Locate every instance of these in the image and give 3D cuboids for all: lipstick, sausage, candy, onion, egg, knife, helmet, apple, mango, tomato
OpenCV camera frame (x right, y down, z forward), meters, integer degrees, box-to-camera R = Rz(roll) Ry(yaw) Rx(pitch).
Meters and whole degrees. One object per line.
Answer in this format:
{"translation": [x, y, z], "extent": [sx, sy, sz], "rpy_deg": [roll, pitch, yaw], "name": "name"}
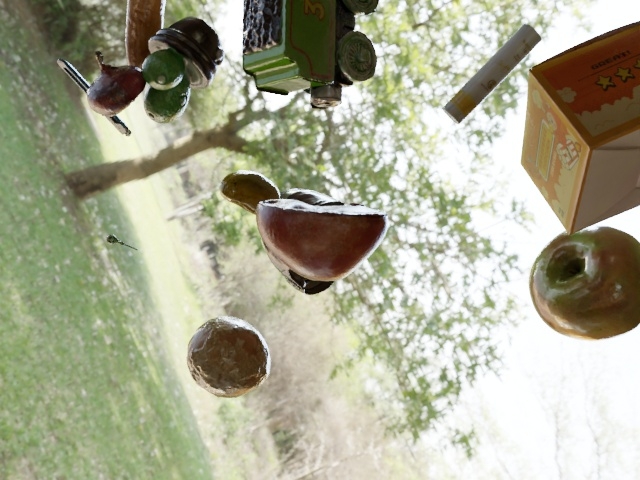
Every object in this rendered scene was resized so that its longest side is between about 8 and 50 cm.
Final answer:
{"translation": [0.389, -0.378, 1.618], "extent": [0.059, 0.264, 0.059], "rpy_deg": [43, 8, -8], "name": "lipstick"}
{"translation": [-0.459, -0.559, 1.866], "extent": [0.109, 0.109, 0.270], "rpy_deg": [-120, -146, -44], "name": "sausage"}
{"translation": [-0.456, 0.007, 1.639], "extent": [0.023, 0.083, 0.025], "rpy_deg": [-30, 137, -66], "name": "candy"}
{"translation": [-0.489, -0.371, 1.644], "extent": [0.140, 0.150, 0.150], "rpy_deg": [56, 2, -40], "name": "onion"}
{"translation": [-0.218, 0.283, 1.714], "extent": [0.233, 0.195, 0.194], "rpy_deg": [34, 25, -58], "name": "egg"}
{"translation": [-0.575, -0.359, 1.828], "extent": [0.044, 0.026, 0.296], "rpy_deg": [19, -22, 36], "name": "knife"}
{"translation": [-0.050, -0.007, 1.784], "extent": [0.177, 0.225, 0.305], "rpy_deg": [28, -28, 23], "name": "helmet"}
{"translation": [0.715, 0.118, 1.867], "extent": [0.277, 0.319, 0.319], "rpy_deg": [39, 11, -35], "name": "apple"}
{"translation": [-0.149, -0.102, 1.514], "extent": [0.161, 0.076, 0.103], "rpy_deg": [10, 44, -50], "name": "mango"}
{"translation": [0.000, 0.000, 1.265], "extent": [0.200, 0.233, 0.139], "rpy_deg": [-17, 110, -77], "name": "tomato"}

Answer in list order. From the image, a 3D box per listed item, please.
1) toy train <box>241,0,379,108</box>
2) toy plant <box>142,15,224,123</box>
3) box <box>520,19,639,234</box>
{"translation": [-0.021, -0.414, 1.357], "extent": [0.174, 0.249, 0.307], "rpy_deg": [2, -89, 47], "name": "toy train"}
{"translation": [-0.344, -0.406, 1.697], "extent": [0.176, 0.235, 0.218], "rpy_deg": [31, -18, 6], "name": "toy plant"}
{"translation": [0.527, -0.203, 1.288], "extent": [0.283, 0.260, 0.213], "rpy_deg": [71, -3, -57], "name": "box"}
